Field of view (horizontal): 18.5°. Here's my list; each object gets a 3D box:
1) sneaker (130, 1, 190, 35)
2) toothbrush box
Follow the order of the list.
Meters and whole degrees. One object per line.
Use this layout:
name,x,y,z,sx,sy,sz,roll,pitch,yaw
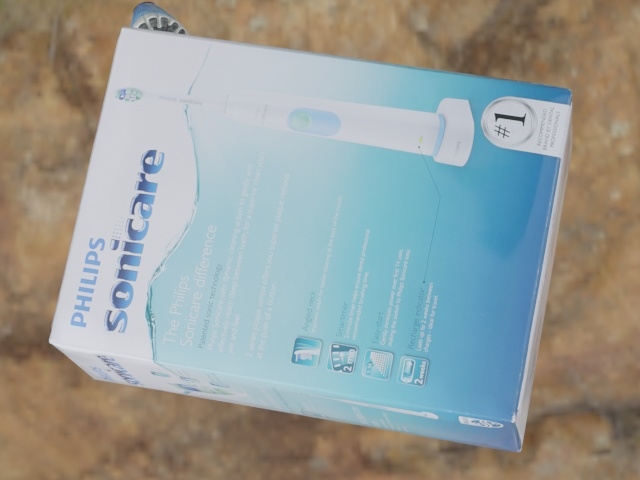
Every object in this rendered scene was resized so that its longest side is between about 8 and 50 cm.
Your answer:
sneaker,-0.117,-0.148,1.727,0.063,0.073,0.162,-27,127,2
toothbrush box,0.000,0.000,1.256,0.295,0.216,0.126,8,166,9
